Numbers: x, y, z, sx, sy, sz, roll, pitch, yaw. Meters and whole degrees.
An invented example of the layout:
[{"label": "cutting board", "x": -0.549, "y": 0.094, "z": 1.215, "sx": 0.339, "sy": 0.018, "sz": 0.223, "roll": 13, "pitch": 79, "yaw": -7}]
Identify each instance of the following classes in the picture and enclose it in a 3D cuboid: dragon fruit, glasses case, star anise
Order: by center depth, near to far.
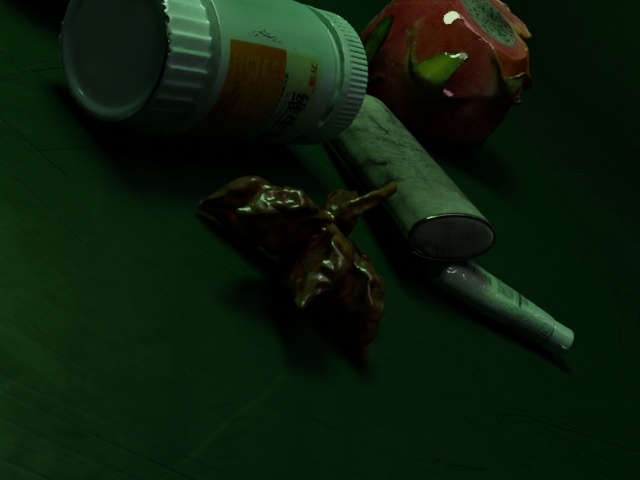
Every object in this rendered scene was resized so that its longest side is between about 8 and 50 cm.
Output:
[{"label": "star anise", "x": -0.007, "y": 0.001, "z": 0.839, "sx": 0.196, "sy": 0.111, "sz": 0.212, "roll": 20, "pitch": 36, "yaw": -22}, {"label": "glasses case", "x": 0.092, "y": -0.084, "z": 1.114, "sx": 0.114, "sy": 0.060, "sz": 0.299, "roll": 3, "pitch": 32, "yaw": -26}, {"label": "dragon fruit", "x": 0.205, "y": -0.291, "z": 1.470, "sx": 0.290, "sy": 0.189, "sz": 0.291, "roll": 19, "pitch": 40, "yaw": -16}]

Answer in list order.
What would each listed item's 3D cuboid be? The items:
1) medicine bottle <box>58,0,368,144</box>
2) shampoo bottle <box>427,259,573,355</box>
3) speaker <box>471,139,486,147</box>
[{"label": "medicine bottle", "x": -0.096, "y": -0.178, "z": 0.947, "sx": 0.158, "sy": 0.158, "sz": 0.318, "roll": 49, "pitch": 26, "yaw": 22}, {"label": "shampoo bottle", "x": 0.207, "y": 0.072, "z": 1.075, "sx": 0.190, "sy": 0.041, "sz": 0.069, "roll": 31, "pitch": 22, "yaw": -16}, {"label": "speaker", "x": 0.208, "y": -0.252, "z": 1.640, "sx": 0.082, "sy": 0.044, "sz": 0.218, "roll": 9, "pitch": 38, "yaw": -48}]
